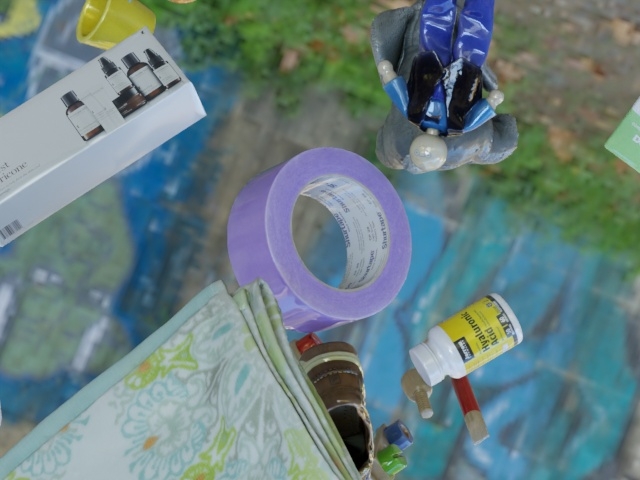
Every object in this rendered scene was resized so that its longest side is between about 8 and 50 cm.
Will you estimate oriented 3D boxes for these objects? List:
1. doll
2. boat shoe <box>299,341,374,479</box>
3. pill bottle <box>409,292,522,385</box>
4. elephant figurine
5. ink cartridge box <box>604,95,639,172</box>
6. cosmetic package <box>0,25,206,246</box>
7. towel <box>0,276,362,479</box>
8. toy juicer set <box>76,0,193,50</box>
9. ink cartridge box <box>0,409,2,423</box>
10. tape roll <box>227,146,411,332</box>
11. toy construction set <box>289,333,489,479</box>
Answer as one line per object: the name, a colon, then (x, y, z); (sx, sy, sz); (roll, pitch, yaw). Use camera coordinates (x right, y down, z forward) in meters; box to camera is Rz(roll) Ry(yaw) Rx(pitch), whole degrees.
doll: (0.117, -0.162, 1.635); (0.129, 0.189, 0.046); (11, -170, 12)
boat shoe: (0.015, 0.225, 1.808); (0.095, 0.095, 0.257); (-14, 137, -5)
pill bottle: (0.159, 0.112, 1.848); (0.065, 0.116, 0.065); (57, 170, 16)
elephant figurine: (0.125, -0.200, 1.854); (0.169, 0.239, 0.186); (-6, -174, -25)
ink cartridge box: (0.457, -0.218, 1.719); (0.119, 0.207, 0.353); (39, 141, 7)
cosmetic package: (-0.240, -0.104, 1.632); (0.099, 0.239, 0.060); (51, 171, 36)
towel: (-0.143, 0.245, 1.552); (0.090, 0.374, 0.320); (37, -163, -43)
toy juicer set: (-0.158, -0.361, 1.694); (0.089, 0.329, 0.209); (24, 149, -29)
ink cartridge box: (-0.260, 0.082, 0.992); (0.067, 0.115, 0.198); (-2, -173, 14)
tape roll: (0.000, 0.000, 1.794); (0.189, 0.189, 0.080); (22, 156, -28)
toy construction set: (0.059, 0.260, 2.097); (0.309, 0.257, 0.237); (-15, -149, -2)
